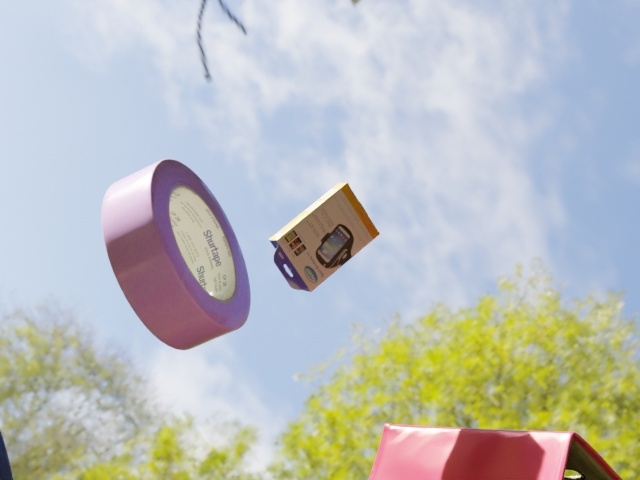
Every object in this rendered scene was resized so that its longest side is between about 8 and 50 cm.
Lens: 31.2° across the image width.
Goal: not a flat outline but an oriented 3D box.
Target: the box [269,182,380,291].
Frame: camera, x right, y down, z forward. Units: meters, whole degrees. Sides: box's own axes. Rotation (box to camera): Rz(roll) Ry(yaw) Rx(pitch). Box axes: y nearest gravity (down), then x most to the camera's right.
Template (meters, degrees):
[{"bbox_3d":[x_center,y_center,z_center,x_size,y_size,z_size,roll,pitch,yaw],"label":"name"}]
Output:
[{"bbox_3d":[0.000,0.000,1.413,0.081,0.136,0.028,57,-18,-17],"label":"box"}]

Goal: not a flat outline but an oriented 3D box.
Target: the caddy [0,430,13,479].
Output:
[{"bbox_3d":[-0.291,0.070,0.510,0.241,0.179,0.341,-17,-84,46],"label":"caddy"}]

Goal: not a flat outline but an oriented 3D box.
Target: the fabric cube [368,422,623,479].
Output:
[{"bbox_3d":[0.206,0.383,1.340,0.258,0.259,0.254,-5,-37,39],"label":"fabric cube"}]

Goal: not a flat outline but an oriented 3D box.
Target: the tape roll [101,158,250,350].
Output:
[{"bbox_3d":[-0.210,0.020,1.705,0.090,0.275,0.275,-24,-82,17],"label":"tape roll"}]
